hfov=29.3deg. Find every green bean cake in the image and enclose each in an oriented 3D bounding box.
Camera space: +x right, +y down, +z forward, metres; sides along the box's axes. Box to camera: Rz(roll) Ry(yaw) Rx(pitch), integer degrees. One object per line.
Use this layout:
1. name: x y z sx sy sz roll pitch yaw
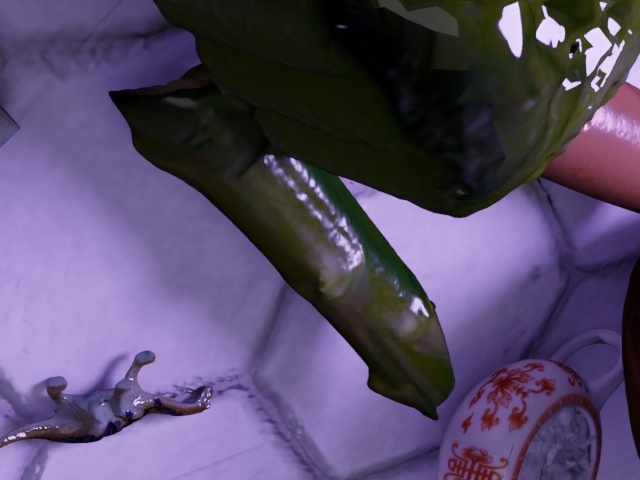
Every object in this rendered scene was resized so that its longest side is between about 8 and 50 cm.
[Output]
1. green bean cake: 0.071 -0.211 0.580 0.335 0.218 0.319 -54 135 -12

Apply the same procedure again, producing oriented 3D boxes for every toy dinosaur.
1. toy dinosaur: -0.141 0.103 0.765 0.180 0.037 0.058 -8 115 -30

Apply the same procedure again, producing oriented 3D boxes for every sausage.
1. sausage: 0.171 -0.080 0.833 0.289 0.086 0.086 16 106 -39

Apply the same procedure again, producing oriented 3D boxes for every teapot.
1. teapot: 0.160 0.160 0.942 0.159 0.116 0.245 46 69 -30

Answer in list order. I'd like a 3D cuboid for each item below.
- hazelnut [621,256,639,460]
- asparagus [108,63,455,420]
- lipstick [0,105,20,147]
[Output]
1. hazelnut: 0.408 0.126 0.895 0.421 0.420 0.353 3 146 -34
2. asparagus: -0.001 0.000 0.763 0.082 0.085 0.343 -18 134 31
3. lipstick: -0.218 -0.028 0.645 0.129 0.030 0.030 -45 131 -4
